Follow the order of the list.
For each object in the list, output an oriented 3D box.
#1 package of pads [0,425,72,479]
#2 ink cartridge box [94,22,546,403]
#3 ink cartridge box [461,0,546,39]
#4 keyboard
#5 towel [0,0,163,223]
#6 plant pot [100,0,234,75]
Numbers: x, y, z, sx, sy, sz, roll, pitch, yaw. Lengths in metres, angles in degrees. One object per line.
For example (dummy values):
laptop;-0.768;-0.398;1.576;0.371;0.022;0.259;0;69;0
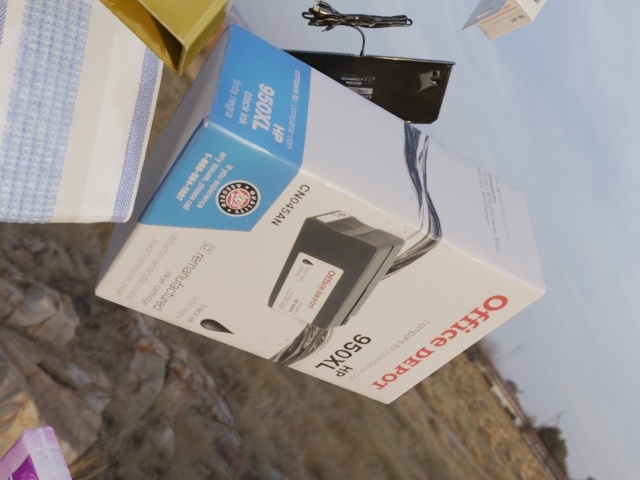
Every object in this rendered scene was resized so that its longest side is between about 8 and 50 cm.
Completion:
package of pads;-0.217;0.191;0.523;0.032;0.050;0.083;13;35;-55
ink cartridge box;0.000;0.000;0.755;0.394;0.285;0.166;25;43;-22
ink cartridge box;0.152;-0.189;0.533;0.028;0.083;0.048;43;-21;-19
keyboard;0.061;-0.283;1.091;0.033;0.316;0.202;-103;-161;-48
towel;-0.246;-0.117;0.504;0.034;0.210;0.284;22;13;39
plant pot;-0.086;-0.166;0.414;0.081;0.083;0.081;43;-8;-12
